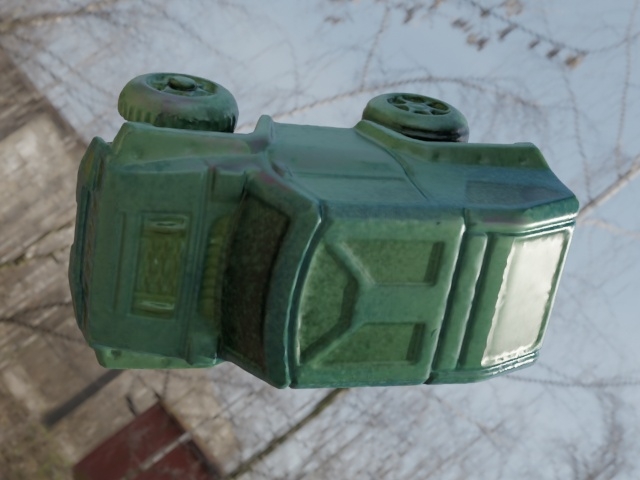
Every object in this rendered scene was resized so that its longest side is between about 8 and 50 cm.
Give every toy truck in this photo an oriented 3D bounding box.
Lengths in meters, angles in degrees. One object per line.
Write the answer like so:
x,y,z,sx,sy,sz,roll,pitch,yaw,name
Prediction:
0.000,0.000,0.662,0.156,0.278,0.155,-129,-135,-58,toy truck
